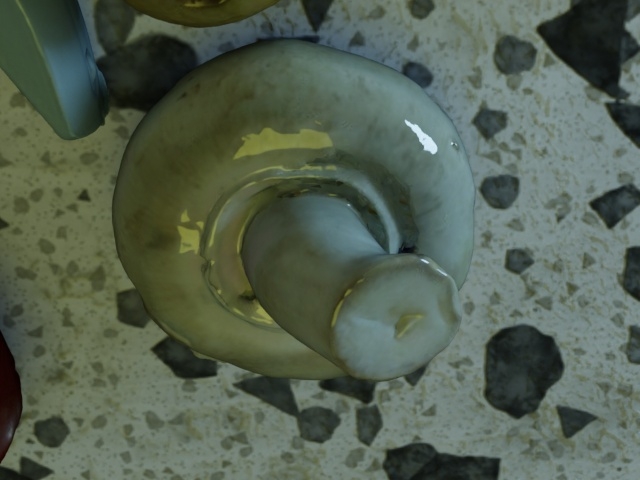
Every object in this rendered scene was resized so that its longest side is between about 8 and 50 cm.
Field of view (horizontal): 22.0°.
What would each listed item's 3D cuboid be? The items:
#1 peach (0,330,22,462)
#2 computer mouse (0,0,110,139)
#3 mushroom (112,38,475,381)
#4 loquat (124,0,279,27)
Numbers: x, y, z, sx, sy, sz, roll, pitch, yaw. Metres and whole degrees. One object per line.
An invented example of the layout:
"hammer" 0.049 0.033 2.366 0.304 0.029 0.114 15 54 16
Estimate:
"peach" -0.419 0.096 1.486 0.361 0.201 0.258 46 140 -8
"computer mouse" -0.239 -0.191 1.370 0.079 0.128 0.231 -27 117 19
"mushroom" 0.005 -0.025 1.401 0.356 0.315 0.315 -3 125 41
"loquat" -0.094 -0.269 1.298 0.213 0.213 0.213 0 118 -1
